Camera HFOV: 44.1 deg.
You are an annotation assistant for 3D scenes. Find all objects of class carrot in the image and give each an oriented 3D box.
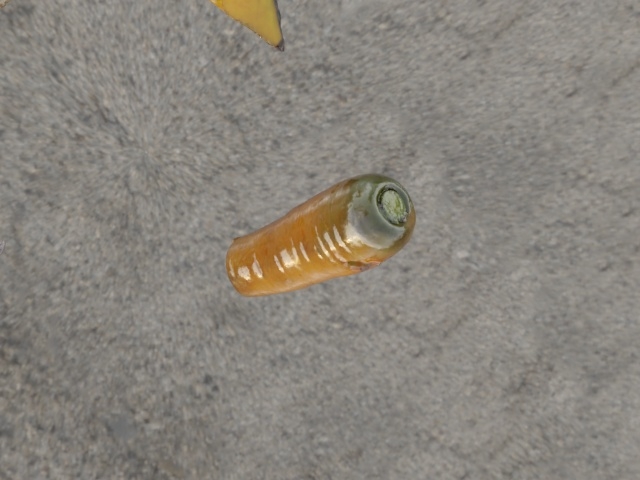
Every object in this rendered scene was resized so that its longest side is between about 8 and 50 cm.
[{"bbox_3d":[0.000,0.000,0.724,0.087,0.193,0.087,21,59,-39],"label":"carrot"}]

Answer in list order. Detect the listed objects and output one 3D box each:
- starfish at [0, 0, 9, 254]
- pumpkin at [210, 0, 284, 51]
[{"bbox_3d":[-0.422,-0.183,0.945,0.132,0.384,0.398,16,85,-9],"label":"starfish"},{"bbox_3d":[-0.121,-0.370,0.938,0.278,0.111,0.163,32,100,-16],"label":"pumpkin"}]
